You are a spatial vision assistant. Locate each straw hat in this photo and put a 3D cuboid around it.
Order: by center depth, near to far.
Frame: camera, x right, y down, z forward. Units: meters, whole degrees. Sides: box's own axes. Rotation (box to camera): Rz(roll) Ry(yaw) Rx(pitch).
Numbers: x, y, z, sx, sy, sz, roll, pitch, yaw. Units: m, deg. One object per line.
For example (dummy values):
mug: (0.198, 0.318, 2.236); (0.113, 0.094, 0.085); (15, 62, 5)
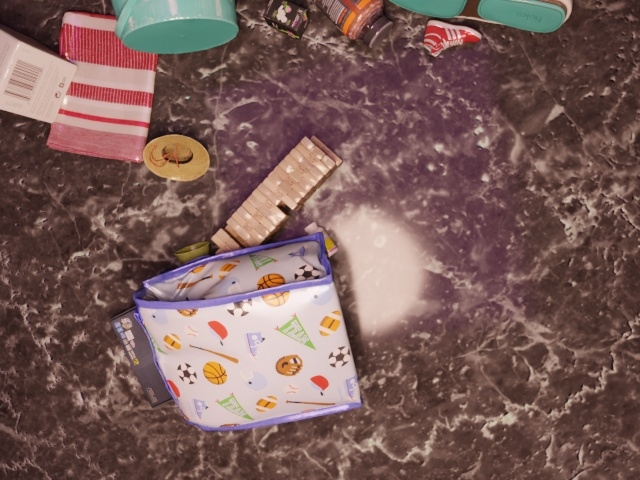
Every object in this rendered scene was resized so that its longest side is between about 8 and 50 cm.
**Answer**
straw hat: (-0.324, -0.205, 1.164); (0.145, 0.144, 0.061); (-13, 49, 7)

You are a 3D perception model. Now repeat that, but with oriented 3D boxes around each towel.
towel: (-0.504, -0.359, 1.194); (0.237, 0.037, 0.328); (9, 93, 5)

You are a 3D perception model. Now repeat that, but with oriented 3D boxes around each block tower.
block tower: (-0.099, -0.083, 1.131); (0.091, 0.097, 0.335); (43, 95, 2)

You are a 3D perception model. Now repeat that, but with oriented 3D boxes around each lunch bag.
lunch bag: (-0.141, 0.191, 1.034); (0.386, 0.239, 0.327); (-14, 114, 0)

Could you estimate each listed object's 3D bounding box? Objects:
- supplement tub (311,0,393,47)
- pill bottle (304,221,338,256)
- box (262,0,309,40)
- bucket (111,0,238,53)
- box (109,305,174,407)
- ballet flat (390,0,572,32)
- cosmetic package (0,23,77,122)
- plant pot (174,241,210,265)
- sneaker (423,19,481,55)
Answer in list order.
supplement tub: (0.061, -0.503, 1.088); (0.106, 0.106, 0.198); (-44, 87, 6)
pill bottle: (0.000, 0.000, 1.147); (0.043, 0.043, 0.083); (-36, 88, 7)
box: (-0.074, -0.488, 1.125); (0.083, 0.062, 0.052); (27, 94, 5)
bucket: (-0.304, -0.508, 1.054); (0.282, 0.281, 0.182); (-9, 96, 7)
box: (-0.353, 0.244, 1.190); (0.184, 0.059, 0.232); (-26, 90, 6)
ballet flat: (0.317, -0.532, 1.060); (0.401, 0.139, 0.139); (12, 94, 2)
cosmetic package: (-0.680, -0.377, 1.132); (0.184, 0.151, 0.151); (33, 100, 19)
plant pot: (-0.281, 0.053, 1.170); (0.084, 0.083, 0.079); (-14, 103, 7)
sneaker: (0.278, -0.425, 1.098); (0.119, 0.042, 0.066); (18, 90, 13)
